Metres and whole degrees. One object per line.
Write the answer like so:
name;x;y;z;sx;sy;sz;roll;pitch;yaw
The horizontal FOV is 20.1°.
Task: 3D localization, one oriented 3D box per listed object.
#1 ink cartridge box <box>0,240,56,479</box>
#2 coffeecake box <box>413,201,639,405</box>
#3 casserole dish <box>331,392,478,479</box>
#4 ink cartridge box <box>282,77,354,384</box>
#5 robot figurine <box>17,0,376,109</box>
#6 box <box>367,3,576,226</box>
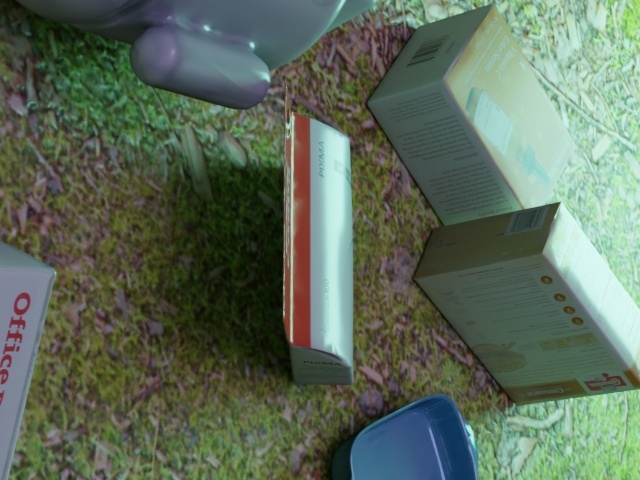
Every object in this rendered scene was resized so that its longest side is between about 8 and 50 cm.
ink cartridge box;-0.278;0.074;1.064;0.218;0.092;0.158;3;104;-51
coffeecake box;0.198;0.062;1.640;0.185;0.142;0.068;51;46;-29
casserole dish;0.069;0.200;1.532;0.188;0.037;0.114;-21;95;-52
ink cartridge box;0.000;0.000;1.389;0.232;0.066;0.189;102;-12;-74
robot figurine;-0.109;-0.238;1.311;0.353;0.200;0.300;11;57;-49
box;0.142;-0.107;1.663;0.170;0.091;0.130;55;43;-24
